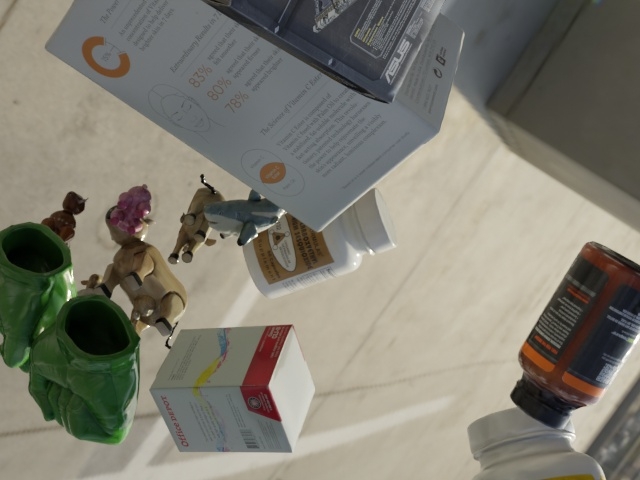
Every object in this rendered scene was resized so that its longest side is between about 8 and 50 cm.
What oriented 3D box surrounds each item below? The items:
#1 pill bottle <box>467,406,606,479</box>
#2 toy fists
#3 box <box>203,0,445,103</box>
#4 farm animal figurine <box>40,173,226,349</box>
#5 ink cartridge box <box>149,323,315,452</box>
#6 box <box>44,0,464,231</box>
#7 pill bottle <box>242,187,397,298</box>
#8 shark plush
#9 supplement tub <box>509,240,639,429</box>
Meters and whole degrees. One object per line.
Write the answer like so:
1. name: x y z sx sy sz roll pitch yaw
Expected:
1. pill bottle: 0.295 0.392 1.352 0.188 0.333 0.188 -8 155 -4
2. toy fists: -0.281 0.107 1.113 0.096 0.279 0.142 -21 134 -32
3. box: 0.033 -0.246 0.802 0.183 0.056 0.231 23 96 -40
4. farm animal figurine: -0.299 0.023 1.775 0.172 0.331 0.326 -68 153 -56
5. ink cartridge box: -0.118 0.203 1.423 0.127 0.176 0.128 -69 149 -50
6. box: -0.061 -0.202 1.056 0.215 0.345 0.168 -39 -156 44
7. pill bottle: 0.000 0.000 1.679 0.229 0.131 0.131 -19 165 13
8. shark plush: -0.083 -0.049 1.463 0.161 0.073 0.067 -23 109 -10
9. supplement tub: 0.286 0.107 1.138 0.197 0.106 0.106 -60 159 10
